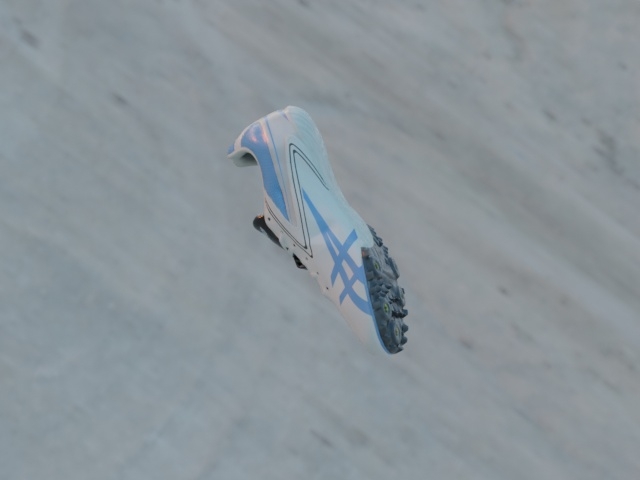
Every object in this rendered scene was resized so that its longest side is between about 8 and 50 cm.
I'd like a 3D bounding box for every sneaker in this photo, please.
[{"bbox_3d":[0.000,0.000,1.455,0.237,0.086,0.085,62,14,21],"label":"sneaker"}]
